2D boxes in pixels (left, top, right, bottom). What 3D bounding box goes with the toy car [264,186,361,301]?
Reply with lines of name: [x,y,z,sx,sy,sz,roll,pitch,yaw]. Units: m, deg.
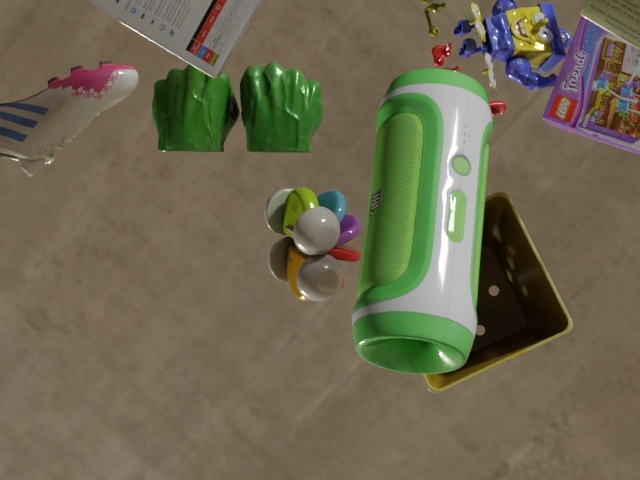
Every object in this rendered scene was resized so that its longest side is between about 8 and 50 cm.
toy car: [0.000,0.000,1.920,0.136,0.182,0.159,-13,-157,-24]

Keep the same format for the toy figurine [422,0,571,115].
toy figurine: [0.325,-0.363,2.168,0.217,0.362,0.191,-4,157,-17]

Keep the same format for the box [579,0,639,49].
box: [0.436,-0.354,1.459,0.213,0.117,0.243,-32,153,-59]

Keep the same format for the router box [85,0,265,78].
router box: [-0.192,-0.454,1.783,0.335,0.301,0.082,-58,-177,16]

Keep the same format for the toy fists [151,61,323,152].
toy fists: [-0.132,-0.210,1.973,0.096,0.279,0.142,-14,105,-75]

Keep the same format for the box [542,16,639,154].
box: [0.513,-0.300,2.042,0.293,0.201,0.057,-69,160,1]

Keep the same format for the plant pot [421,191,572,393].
plant pot: [0.210,0.082,1.762,0.212,0.212,0.187,-25,170,2]

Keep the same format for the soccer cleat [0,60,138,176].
soccer cleat: [-0.448,-0.188,2.063,0.331,0.143,0.116,-19,172,-2]

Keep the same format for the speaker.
speaker: [0.105,-0.022,1.257,0.131,0.131,0.296,139,-37,-59]
